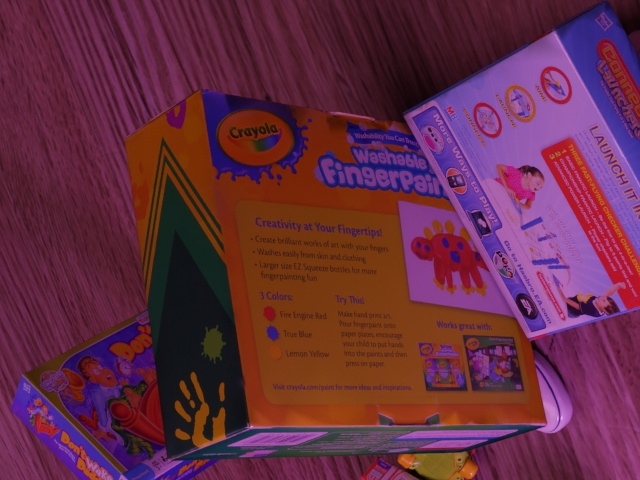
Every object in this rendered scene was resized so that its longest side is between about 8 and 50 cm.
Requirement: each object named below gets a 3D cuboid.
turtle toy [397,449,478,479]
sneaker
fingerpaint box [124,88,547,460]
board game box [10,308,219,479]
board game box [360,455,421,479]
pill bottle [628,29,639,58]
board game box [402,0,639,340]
[{"bbox_3d":[0.170,0.276,2.095,0.095,0.066,0.130,36,130,-1],"label":"turtle toy"},{"bbox_3d":[0.203,0.156,1.991,0.258,0.091,0.094,43,132,18],"label":"sneaker"},{"bbox_3d":[0.020,0.051,1.779,0.163,0.445,0.371,-26,67,45],"label":"fingerpaint box"},{"bbox_3d":[-0.227,0.221,2.218,0.233,0.347,0.078,41,131,18],"label":"board game box"},{"bbox_3d":[0.135,0.396,2.155,0.147,0.045,0.193,26,146,30],"label":"board game box"},{"bbox_3d":[0.395,-0.191,1.667,0.137,0.078,0.078,6,114,40],"label":"pill bottle"},{"bbox_3d":[0.267,-0.065,1.715,0.308,0.086,0.302,61,149,-3],"label":"board game box"}]
